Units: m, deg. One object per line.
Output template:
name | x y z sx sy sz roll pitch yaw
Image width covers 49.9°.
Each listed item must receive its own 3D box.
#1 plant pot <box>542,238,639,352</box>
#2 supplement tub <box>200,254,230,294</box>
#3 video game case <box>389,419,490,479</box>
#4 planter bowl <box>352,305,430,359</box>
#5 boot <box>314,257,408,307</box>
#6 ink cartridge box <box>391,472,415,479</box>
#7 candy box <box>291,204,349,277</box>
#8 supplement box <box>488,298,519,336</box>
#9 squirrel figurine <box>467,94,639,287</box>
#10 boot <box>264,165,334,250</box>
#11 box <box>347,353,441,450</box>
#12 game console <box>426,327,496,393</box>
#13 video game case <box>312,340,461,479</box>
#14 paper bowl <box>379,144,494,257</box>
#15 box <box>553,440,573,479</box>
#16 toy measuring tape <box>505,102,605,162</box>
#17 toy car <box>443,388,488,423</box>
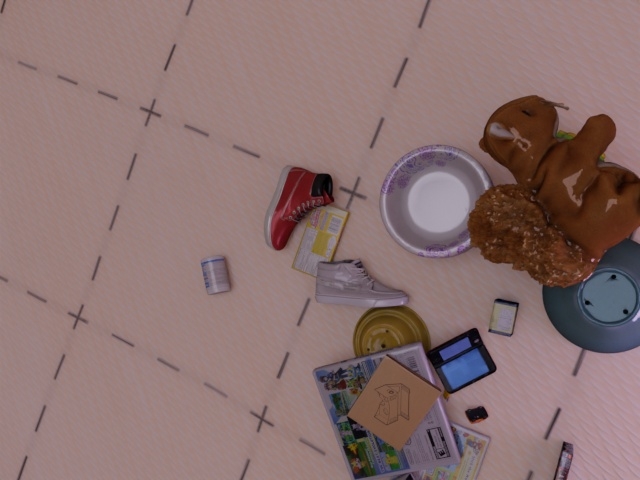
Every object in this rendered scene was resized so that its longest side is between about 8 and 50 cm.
plant pot | 0.663 0.128 1.594 0.290 0.195 0.290 -1 88 20
supplement tub | -0.307 0.101 2.012 0.071 0.071 0.107 -15 82 19
video game case | 0.308 0.579 1.796 0.206 0.026 0.226 20 94 20
planter bowl | 0.177 0.275 1.820 0.217 0.090 0.217 -1 87 19
boot | 0.108 0.110 1.842 0.259 0.095 0.123 1 94 16
ink cartridge box | 0.138 0.758 1.816 0.333 0.065 0.165 -35 81 21
candy box | 0.000 0.000 1.927 0.105 0.027 0.205 22 95 22
supplement box | 0.460 0.193 1.723 0.056 0.083 0.083 12 91 20
squirrel figurine | 0.484 -0.113 1.502 0.370 0.281 0.397 38 97 4
boot | -0.053 -0.077 1.897 0.176 0.088 0.244 17 92 36
box | 0.184 0.410 1.738 0.164 0.021 0.201 33 108 7
game console | 0.359 0.306 1.745 0.144 0.124 0.085 -29 53 4
video game case | 0.169 0.450 1.781 0.300 0.036 0.328 -18 96 18
paper bowl | 0.304 -0.095 1.756 0.284 0.148 0.284 -1 87 20
box | 0.582 0.564 1.661 0.027 0.094 0.136 15 93 19
toy measuring tape | 0.578 -0.245 1.681 0.330 0.121 0.121 38 101 17
toy car | 0.375 0.428 1.782 0.122 0.060 0.040 47 148 32
